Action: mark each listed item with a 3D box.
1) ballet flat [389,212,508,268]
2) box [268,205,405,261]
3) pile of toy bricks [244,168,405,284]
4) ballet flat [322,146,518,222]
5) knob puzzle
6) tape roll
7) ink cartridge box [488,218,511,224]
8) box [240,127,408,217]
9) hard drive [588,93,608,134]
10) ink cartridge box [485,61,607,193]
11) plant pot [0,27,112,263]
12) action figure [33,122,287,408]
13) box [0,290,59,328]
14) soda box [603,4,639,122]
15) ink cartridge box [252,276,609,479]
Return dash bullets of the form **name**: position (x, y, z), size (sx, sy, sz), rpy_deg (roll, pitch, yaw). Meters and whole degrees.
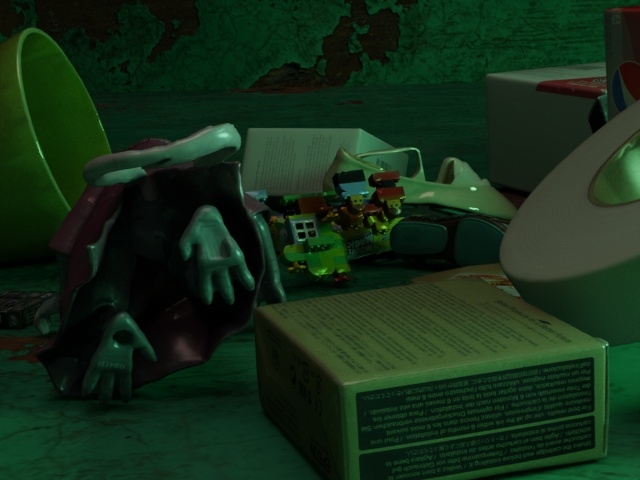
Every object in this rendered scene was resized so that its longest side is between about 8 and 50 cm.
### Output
- **ballet flat**: position (0.158, 0.003, 1.565), size (0.070, 0.070, 0.188), rpy_deg (-14, 18, -39)
- **box**: position (0.019, -0.007, 1.704), size (0.105, 0.043, 0.179), rpy_deg (-12, 16, -37)
- **pile of toy bricks**: position (0.000, 0.000, 1.549), size (0.212, 0.105, 0.118), rpy_deg (-8, -19, -20)
- **ballet flat**: position (0.127, -0.066, 1.722), size (0.248, 0.086, 0.086), rpy_deg (8, 9, -11)
- **knob puzzle**: position (0.174, 0.054, 1.381), size (0.213, 0.030, 0.213), rpy_deg (-5, 12, 1)
- **tape roll**: position (0.321, -0.062, 1.166), size (0.392, 0.072, 0.392), rpy_deg (-35, 12, 8)
- **ink cartridge box**: position (0.311, -0.016, 1.454), size (0.224, 0.056, 0.181), rpy_deg (12, -1, 41)
- **box**: position (0.004, -0.083, 1.852), size (0.170, 0.091, 0.130), rpy_deg (2, -10, 32)
- **hard drive**: position (0.443, -0.110, 1.762), size (0.254, 0.172, 0.054), rpy_deg (-11, -10, -28)
- **ink cartridge box**: position (0.458, -0.159, 1.981), size (0.384, 0.161, 0.279), rpy_deg (-10, 13, -25)
- **plant pot**: position (-0.431, -0.079, 1.769), size (0.293, 0.275, 0.275), rpy_deg (-18, 10, 9)
- **action figure**: position (-0.169, -0.016, 1.317), size (0.248, 0.276, 0.370), rpy_deg (-11, 26, -1)
- **box**: position (-0.317, 0.071, 1.508), size (0.067, 0.018, 0.083), rpy_deg (0, 12, 19)
- **soda box**: position (0.370, -0.123, 1.585), size (0.083, 0.263, 0.092), rpy_deg (-11, 13, -29)
- **ink cartridge box**: position (0.071, 0.099, 1.059), size (0.193, 0.088, 0.234), rpy_deg (-6, 11, -15)
